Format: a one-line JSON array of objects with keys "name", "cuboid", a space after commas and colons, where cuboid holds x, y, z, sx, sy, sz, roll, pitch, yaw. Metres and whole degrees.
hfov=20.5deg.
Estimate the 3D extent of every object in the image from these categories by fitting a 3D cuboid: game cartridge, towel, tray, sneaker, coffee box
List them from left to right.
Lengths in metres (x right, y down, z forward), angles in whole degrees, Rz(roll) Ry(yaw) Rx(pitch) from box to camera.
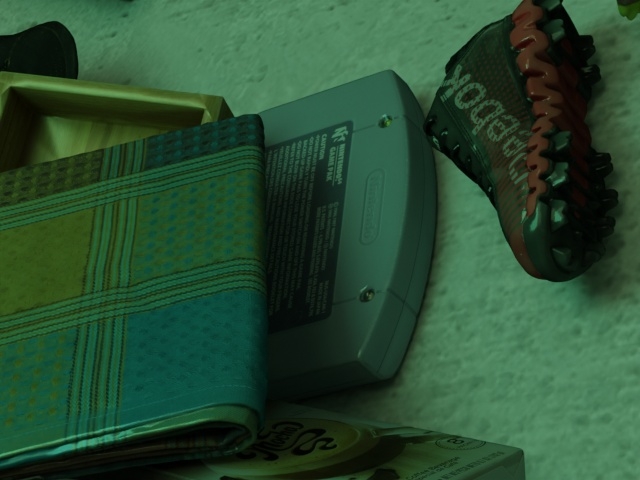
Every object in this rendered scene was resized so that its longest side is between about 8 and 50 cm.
[{"name": "tray", "cuboid": [-0.212, 0.070, 1.454, 0.203, 0.076, 0.411, 8, 72, 14]}, {"name": "towel", "cuboid": [-0.168, 0.042, 1.302, 0.271, 0.040, 0.370, -12, 35, 7]}, {"name": "coffee box", "cuboid": [-0.026, 0.193, 1.212, 0.297, 0.168, 0.119, 6, 105, 42]}, {"name": "game cartridge", "cuboid": [0.000, 0.000, 1.457, 0.196, 0.060, 0.294, -19, 48, 33]}, {"name": "sneaker", "cuboid": [0.147, -0.068, 1.355, 0.135, 0.097, 0.276, -23, 44, 24]}]

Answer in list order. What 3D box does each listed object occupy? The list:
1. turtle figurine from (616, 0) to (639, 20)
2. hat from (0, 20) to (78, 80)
[{"name": "turtle figurine", "cuboid": [0.328, -0.212, 1.328, 0.217, 0.087, 0.269, 3, 60, 41]}, {"name": "hat", "cuboid": [-0.319, -0.059, 1.713, 0.331, 0.134, 0.331, -29, 36, 23]}]
